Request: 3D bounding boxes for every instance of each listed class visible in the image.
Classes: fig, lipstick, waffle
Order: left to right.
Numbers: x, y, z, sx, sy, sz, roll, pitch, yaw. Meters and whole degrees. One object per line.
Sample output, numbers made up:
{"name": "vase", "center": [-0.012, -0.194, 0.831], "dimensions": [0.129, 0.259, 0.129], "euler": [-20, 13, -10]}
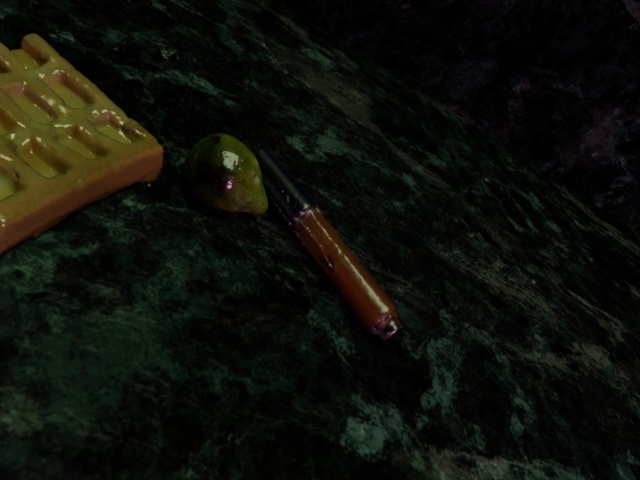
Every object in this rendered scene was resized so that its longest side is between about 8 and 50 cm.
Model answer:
{"name": "waffle", "center": [-0.419, -0.153, 0.725], "dimensions": [0.304, 0.077, 0.348], "euler": [40, 34, 0]}
{"name": "fig", "center": [-0.149, -0.103, 0.888], "dimensions": [0.156, 0.123, 0.123], "euler": [33, 31, -38]}
{"name": "lipstick", "center": [0.000, 0.000, 0.932], "dimensions": [0.077, 0.077, 0.418], "euler": [-15, 61, -50]}
